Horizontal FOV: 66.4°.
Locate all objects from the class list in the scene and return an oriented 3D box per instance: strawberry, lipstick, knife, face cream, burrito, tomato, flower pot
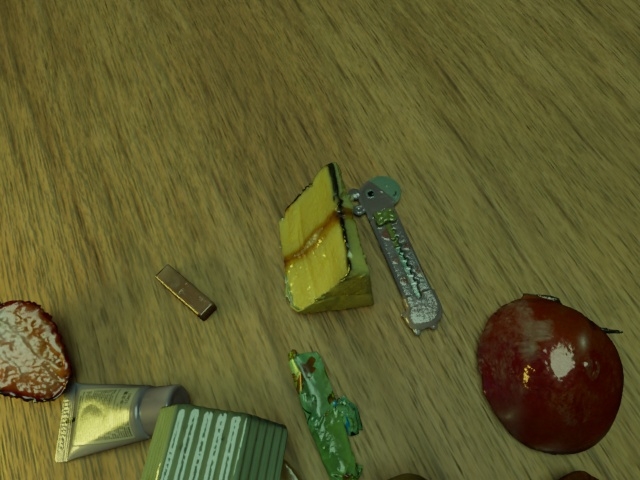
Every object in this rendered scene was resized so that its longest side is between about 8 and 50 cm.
[{"bbox_3d":[-0.625,0.242,1.022,0.236,0.111,0.190,45,62,-5],"label":"strawberry"},{"bbox_3d":[-0.300,0.116,1.089,0.145,0.045,0.045,36,73,16],"label":"lipstick"},{"bbox_3d":[0.180,0.019,1.122,0.132,0.038,0.398,-18,67,-3],"label":"knife"},{"bbox_3d":[-0.402,0.349,0.973,0.274,0.096,0.154,-10,68,12],"label":"face cream"},{"bbox_3d":[0.021,0.342,0.975,0.104,0.054,0.288,-18,65,-8],"label":"burrito"},{"bbox_3d":[0.453,0.246,0.937,0.309,0.170,0.309,-1,64,2],"label":"tomato"},{"bbox_3d":[-0.183,0.391,0.830,0.209,0.239,0.189,20,61,-21],"label":"flower pot"}]

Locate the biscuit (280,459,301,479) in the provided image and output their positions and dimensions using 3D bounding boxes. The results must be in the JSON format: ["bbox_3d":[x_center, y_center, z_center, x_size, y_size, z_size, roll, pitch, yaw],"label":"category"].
[{"bbox_3d":[-0.113,0.537,0.894,0.205,0.040,0.309,3,64,4],"label":"biscuit"}]

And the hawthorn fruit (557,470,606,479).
[{"bbox_3d":[0.474,0.480,0.858,0.125,0.125,0.140,6,64,5],"label":"hawthorn fruit"}]

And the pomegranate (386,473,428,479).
[{"bbox_3d":[0.158,0.538,0.744,0.333,0.332,0.332,-1,66,2],"label":"pomegranate"}]

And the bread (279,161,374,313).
[{"bbox_3d":[0.000,0.000,1.027,0.198,0.236,0.263,-11,66,-3],"label":"bread"}]
